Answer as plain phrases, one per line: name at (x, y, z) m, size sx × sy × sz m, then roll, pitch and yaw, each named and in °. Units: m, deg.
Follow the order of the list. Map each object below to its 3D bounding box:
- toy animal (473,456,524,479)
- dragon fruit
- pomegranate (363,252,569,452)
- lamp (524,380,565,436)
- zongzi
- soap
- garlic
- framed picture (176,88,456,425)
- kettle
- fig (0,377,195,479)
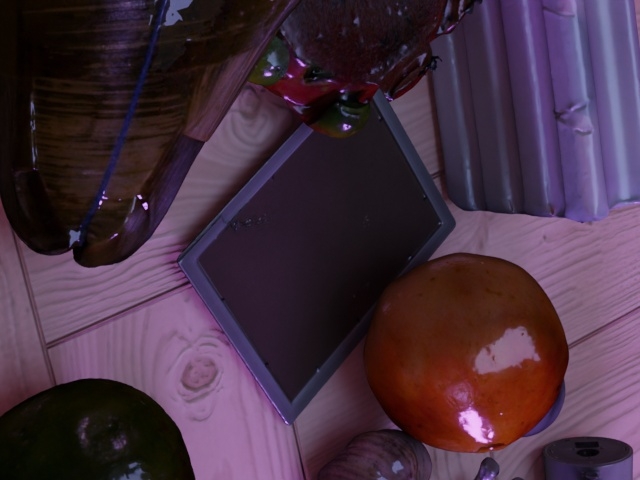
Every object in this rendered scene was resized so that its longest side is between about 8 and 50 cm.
toy animal at (0.152, 0.294, 1.928) m, size 0.255 × 0.089 × 0.170 m, roll -27°, pitch 145°, yaw -59°
dragon fruit at (0.007, -0.237, 1.802) m, size 0.295 × 0.130 × 0.268 m, roll -35°, pitch 116°, yaw -32°
pomegranate at (0.146, 0.109, 1.903) m, size 0.209 × 0.209 × 0.209 m, roll -6°, pitch 99°, yaw -40°
lamp at (0.207, 0.157, 2.037) m, size 0.105 × 0.105 × 0.105 m, roll -6°, pitch 99°, yaw -40°
zongzi at (-0.064, -0.177, 1.621) m, size 0.432 × 0.208 × 0.403 m, roll -1°, pitch 102°, yaw -8°
soap at (0.210, -0.201, 1.931) m, size 0.115 × 0.208 × 0.347 m, roll -20°, pitch 107°, yaw -39°
garlic at (0.049, 0.259, 1.918) m, size 0.147 × 0.102 × 0.159 m, roll -17°, pitch 118°, yaw -52°
framed picture at (0.000, 0.000, 1.896) m, size 0.296 × 0.019 × 0.232 m, roll -48°, pitch 126°, yaw -25°
kettle at (0.303, 0.303, 2.127) m, size 0.098 × 0.127 × 0.148 m, roll -8°, pitch 103°, yaw -25°
fig at (-0.220, 0.235, 1.624) m, size 0.245 × 0.195 × 0.195 m, roll -44°, pitch 121°, yaw -33°
